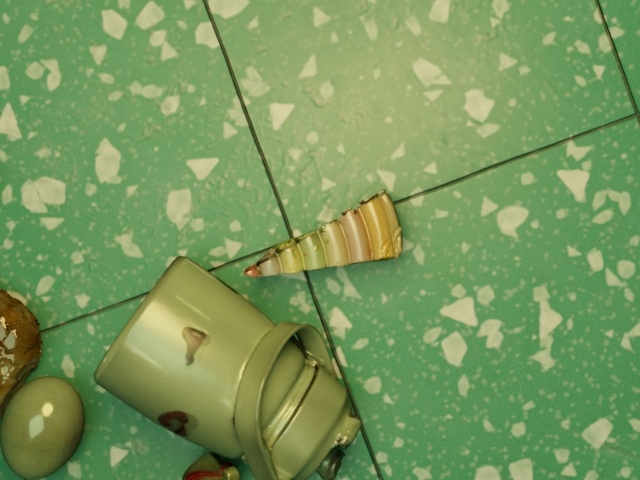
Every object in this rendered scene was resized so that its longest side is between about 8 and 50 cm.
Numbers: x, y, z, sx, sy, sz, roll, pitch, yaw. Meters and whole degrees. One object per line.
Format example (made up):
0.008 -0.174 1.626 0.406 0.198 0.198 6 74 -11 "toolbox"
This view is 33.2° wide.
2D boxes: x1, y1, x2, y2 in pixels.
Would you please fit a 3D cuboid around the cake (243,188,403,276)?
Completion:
0.010 0.019 1.455 0.225 0.109 0.090 -27 91 7 "cake"

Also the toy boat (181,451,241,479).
-0.155 0.350 1.500 0.071 0.089 0.185 59 143 31 "toy boat"

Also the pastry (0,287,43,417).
-0.499 0.159 1.531 0.229 0.100 0.218 -21 91 9 "pastry"

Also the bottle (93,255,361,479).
-0.103 0.195 1.430 0.351 0.229 0.229 36 97 -2 "bottle"

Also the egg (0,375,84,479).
-0.394 0.265 1.518 0.114 0.114 0.152 23 97 5 "egg"
